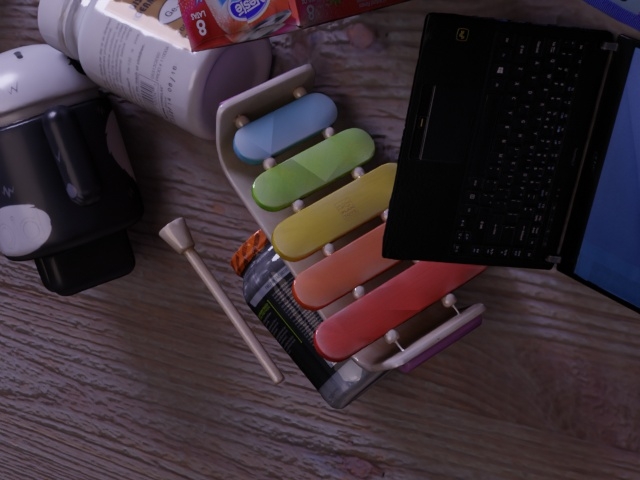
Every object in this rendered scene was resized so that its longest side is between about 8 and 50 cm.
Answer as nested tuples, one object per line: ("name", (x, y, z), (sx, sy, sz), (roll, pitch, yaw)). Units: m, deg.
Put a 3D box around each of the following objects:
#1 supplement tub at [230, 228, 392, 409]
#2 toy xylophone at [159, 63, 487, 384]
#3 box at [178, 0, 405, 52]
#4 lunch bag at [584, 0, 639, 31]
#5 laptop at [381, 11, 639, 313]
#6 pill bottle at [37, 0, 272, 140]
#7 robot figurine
("supplement tub", (0.001, 0.067, 1.221), (0.190, 0.117, 0.117), (50, 128, 9))
("toy xylophone", (0.000, 0.000, 1.139), (0.323, 0.236, 0.081), (48, 154, 8))
("box", (-0.007, -0.250, 1.018), (0.122, 0.257, 0.128), (-6, 103, 35))
("lunch bag", (0.226, -0.311, 0.925), (0.293, 0.138, 0.221), (37, 122, 8))
("laptop", (0.208, -0.051, 1.010), (0.264, 0.136, 0.234), (4, 116, -11))
("pill bottle", (-0.176, -0.205, 1.236), (0.229, 0.131, 0.131), (28, 121, 24))
("robot figurine", (-0.299, -0.082, 1.348), (0.209, 0.173, 0.278), (-12, 100, 30))
